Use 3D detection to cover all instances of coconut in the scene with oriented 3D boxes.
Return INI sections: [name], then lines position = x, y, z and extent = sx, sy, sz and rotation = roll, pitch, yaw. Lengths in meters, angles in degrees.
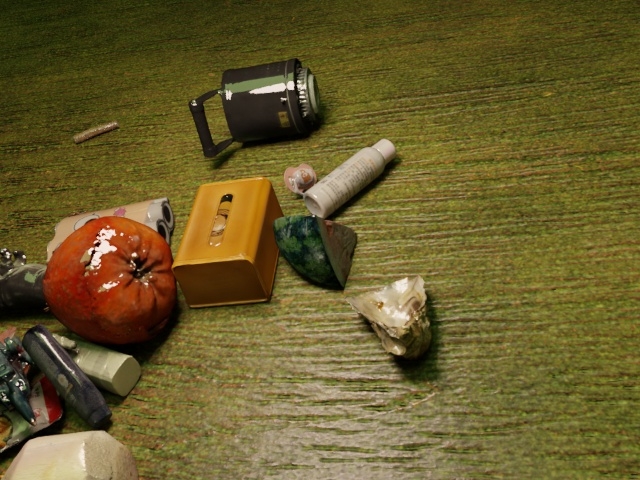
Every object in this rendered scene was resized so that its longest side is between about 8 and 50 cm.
[coconut]
position = -0.421, 0.424, 1.136
extent = 0.234, 0.224, 0.224
rotation = -19, 41, -2

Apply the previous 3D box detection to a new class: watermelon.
[watermelon]
position = -0.015, 0.016, 1.525
extent = 0.207, 0.202, 0.136
rotation = 17, 89, 47

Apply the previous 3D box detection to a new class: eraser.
[eraser]
position = -0.519, -0.013, 1.725
extent = 0.291, 0.087, 0.171
rotation = -10, 43, 9

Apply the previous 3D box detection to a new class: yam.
[yam]
position = -0.710, -0.345, 2.192
extent = 0.145, 0.032, 0.032
rotation = -22, 42, -7

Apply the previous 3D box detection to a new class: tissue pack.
[tissue pack]
position = -0.205, 0.000, 1.567
extent = 0.194, 0.145, 0.274
rotation = -8, 41, 13

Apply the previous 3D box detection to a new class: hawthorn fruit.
[hawthorn fruit]
position = -0.471, 0.097, 1.479
extent = 0.307, 0.276, 0.276
rotation = -15, 39, 24

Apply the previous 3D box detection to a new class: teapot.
[teapot]
position = -0.476, 0.245, 1.416
extent = 0.200, 0.107, 0.077
rotation = 10, 53, 28

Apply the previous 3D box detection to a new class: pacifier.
[pacifier]
position = -0.057, -0.146, 1.742
extent = 0.099, 0.081, 0.078
rotation = -20, 1, -39

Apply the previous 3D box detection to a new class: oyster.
[oyster]
position = 0.147, 0.151, 1.331
extent = 0.161, 0.107, 0.233
rotation = -23, 23, 1

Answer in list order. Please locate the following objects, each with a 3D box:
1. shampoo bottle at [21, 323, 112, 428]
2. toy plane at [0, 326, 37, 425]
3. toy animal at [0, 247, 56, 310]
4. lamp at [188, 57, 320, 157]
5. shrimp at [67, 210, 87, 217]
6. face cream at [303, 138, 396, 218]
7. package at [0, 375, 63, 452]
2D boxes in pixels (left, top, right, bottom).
[shampoo bottle]
position = -0.499, 0.269, 1.363
extent = 0.234, 0.087, 0.049
rotation = 44, 43, 14
[toy plane]
position = -0.635, 0.278, 1.394
extent = 0.223, 0.104, 0.326
rotation = -33, 32, -26
[toy animal]
position = -0.735, 0.106, 1.630
extent = 0.343, 0.106, 0.168
rotation = -14, 85, 8
[lamp]
position = -0.139, -0.380, 1.902
extent = 0.272, 0.205, 0.374
rotation = 3, 34, 27
[shrimp]
position = -0.654, -0.062, 1.867
extent = 0.092, 0.029, 0.038
rotation = -10, 43, 14
[face cream]
position = 0.079, -0.156, 1.686
extent = 0.269, 0.082, 0.082
rotation = -38, 46, -24
[package]
position = -0.634, 0.370, 1.392
extent = 0.239, 0.030, 0.154
rotation = -28, 41, -11
